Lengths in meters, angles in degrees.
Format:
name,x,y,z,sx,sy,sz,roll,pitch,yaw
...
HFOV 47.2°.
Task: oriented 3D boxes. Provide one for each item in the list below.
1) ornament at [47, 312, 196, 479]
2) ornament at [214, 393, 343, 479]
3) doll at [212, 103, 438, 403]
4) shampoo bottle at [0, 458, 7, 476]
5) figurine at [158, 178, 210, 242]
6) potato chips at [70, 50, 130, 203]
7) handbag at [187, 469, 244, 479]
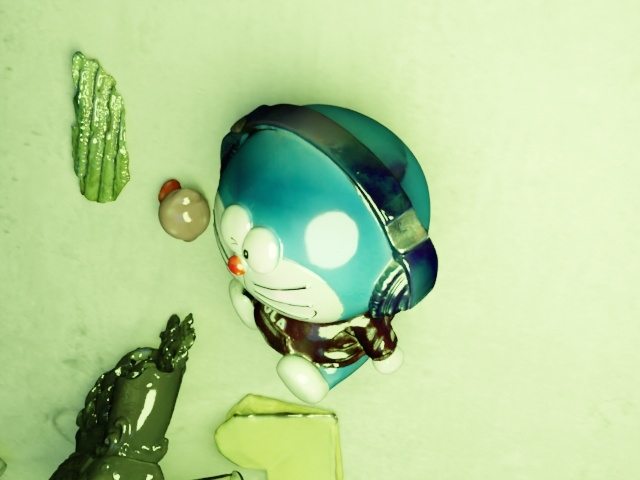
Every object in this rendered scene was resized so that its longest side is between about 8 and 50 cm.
name,x,y,z,sx,sy,sz,roll,pitch,yaw
ornament,-0.266,0.224,1.005,0.106,0.260,0.251,28,144,-30
ornament,-0.035,0.294,1.034,0.201,0.059,0.180,46,115,-4
doll,0.000,0.000,0.800,0.284,0.240,0.309,33,148,33
shampoo bottle,-0.634,0.327,1.239,0.227,0.056,0.086,41,147,1
figurine,-0.178,-0.032,0.958,0.071,0.067,0.083,15,131,35
potato chips,-0.292,-0.144,0.980,0.092,0.028,0.207,14,114,12
handbag,-0.216,0.467,1.000,0.359,0.160,0.236,-29,80,49
